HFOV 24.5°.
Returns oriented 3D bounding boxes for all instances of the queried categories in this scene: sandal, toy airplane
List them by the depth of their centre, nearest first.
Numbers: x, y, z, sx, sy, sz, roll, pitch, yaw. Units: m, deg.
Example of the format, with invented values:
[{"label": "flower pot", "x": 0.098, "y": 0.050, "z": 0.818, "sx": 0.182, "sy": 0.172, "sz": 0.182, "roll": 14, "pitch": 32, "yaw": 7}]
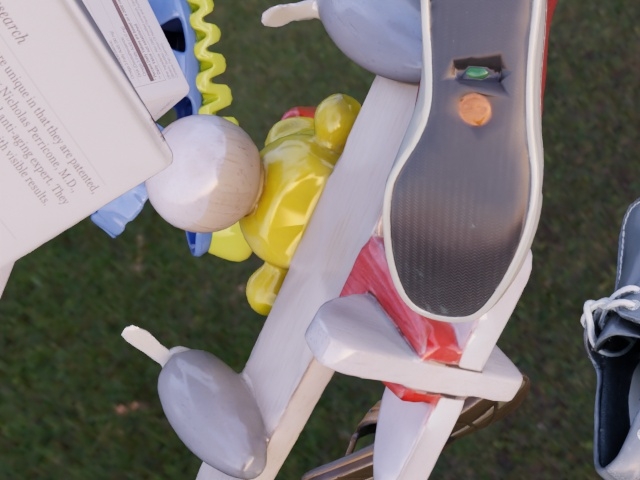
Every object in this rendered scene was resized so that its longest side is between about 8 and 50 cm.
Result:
[{"label": "toy airplane", "x": 0.000, "y": 0.000, "z": 1.053, "sx": 0.384, "sy": 0.273, "sz": 0.386, "roll": 132, "pitch": 158, "yaw": -64}, {"label": "sandal", "x": -0.150, "y": -0.128, "z": 1.275, "sx": 0.138, "sy": 0.126, "sz": 0.317, "roll": -12, "pitch": 84, "yaw": -14}, {"label": "sandal", "x": 0.078, "y": 0.159, "z": 1.295, "sx": 0.219, "sy": 0.090, "sz": 0.060, "roll": -34, "pitch": 63, "yaw": 14}]

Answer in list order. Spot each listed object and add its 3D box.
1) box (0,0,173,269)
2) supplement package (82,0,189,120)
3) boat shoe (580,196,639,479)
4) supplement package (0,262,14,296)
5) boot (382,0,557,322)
[{"label": "box", "x": -0.180, "y": -0.110, "z": 0.688, "sx": 0.119, "sy": 0.182, "sz": 0.181, "roll": -32, "pitch": 43, "yaw": -2}, {"label": "supplement package", "x": -0.277, "y": -0.120, "z": 1.026, "sx": 0.199, "sy": 0.263, "sz": 0.198, "roll": -33, "pitch": 81, "yaw": 46}, {"label": "boat shoe", "x": 0.270, "y": 0.075, "z": 1.218, "sx": 0.116, "sy": 0.099, "sz": 0.319, "roll": 125, "pitch": 157, "yaw": -48}, {"label": "supplement package", "x": -0.420, "y": -0.078, "z": 1.531, "sx": 0.145, "sy": 0.262, "sz": 0.204, "roll": 11, "pitch": 71, "yaw": 23}, {"label": "boot", "x": 0.102, "y": -0.086, "z": 0.873, "sx": 0.088, "sy": 0.244, "sz": 0.176, "roll": 12, "pitch": 26, "yaw": 12}]
